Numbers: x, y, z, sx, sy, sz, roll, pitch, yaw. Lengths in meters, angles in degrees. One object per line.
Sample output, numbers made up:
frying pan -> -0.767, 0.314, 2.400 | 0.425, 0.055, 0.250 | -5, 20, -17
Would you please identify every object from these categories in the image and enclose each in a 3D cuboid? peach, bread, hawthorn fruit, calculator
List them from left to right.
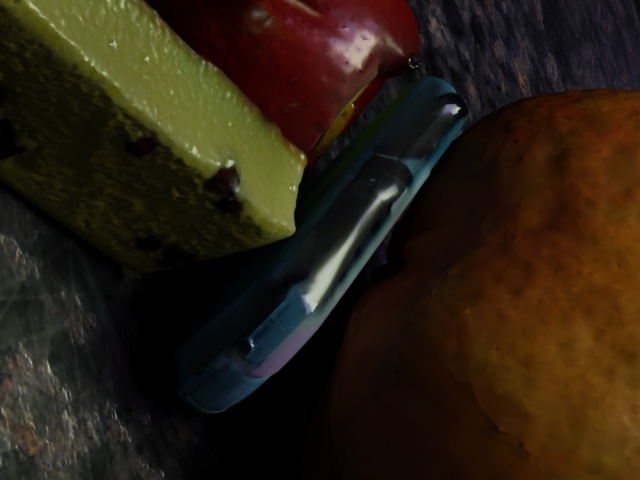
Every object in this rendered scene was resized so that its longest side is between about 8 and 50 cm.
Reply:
bread -> -0.153, -0.091, 0.888 | 0.361, 0.138, 0.077 | 41, 45, -50
peach -> -0.020, -0.117, 1.099 | 0.226, 0.196, 0.190 | 50, 38, -47
calculator -> 0.000, 0.000, 1.082 | 0.051, 0.173, 0.293 | 41, 53, -5
hawthorn fruit -> 0.218, 0.131, 1.150 | 0.472, 0.472, 0.472 | 38, 45, -52
